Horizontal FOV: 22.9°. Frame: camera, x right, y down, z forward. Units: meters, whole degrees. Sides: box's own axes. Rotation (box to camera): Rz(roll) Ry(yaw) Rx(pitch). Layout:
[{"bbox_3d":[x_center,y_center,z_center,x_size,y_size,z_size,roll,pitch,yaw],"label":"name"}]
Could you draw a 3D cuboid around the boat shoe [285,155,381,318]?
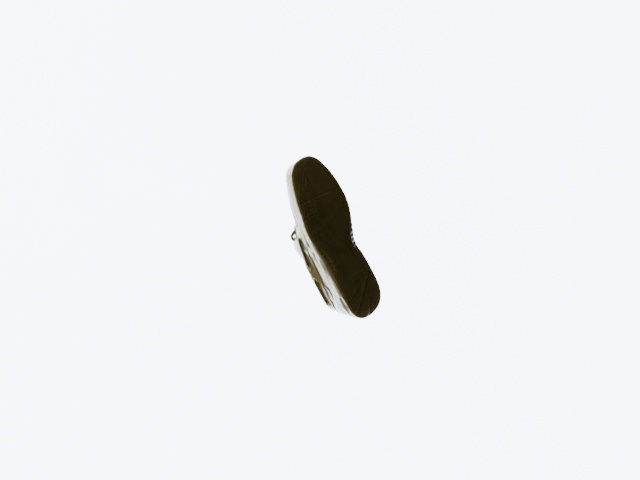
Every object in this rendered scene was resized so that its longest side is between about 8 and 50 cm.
[{"bbox_3d":[0.000,0.000,1.229,0.050,0.045,0.135,-30,-74,-37],"label":"boat shoe"}]
